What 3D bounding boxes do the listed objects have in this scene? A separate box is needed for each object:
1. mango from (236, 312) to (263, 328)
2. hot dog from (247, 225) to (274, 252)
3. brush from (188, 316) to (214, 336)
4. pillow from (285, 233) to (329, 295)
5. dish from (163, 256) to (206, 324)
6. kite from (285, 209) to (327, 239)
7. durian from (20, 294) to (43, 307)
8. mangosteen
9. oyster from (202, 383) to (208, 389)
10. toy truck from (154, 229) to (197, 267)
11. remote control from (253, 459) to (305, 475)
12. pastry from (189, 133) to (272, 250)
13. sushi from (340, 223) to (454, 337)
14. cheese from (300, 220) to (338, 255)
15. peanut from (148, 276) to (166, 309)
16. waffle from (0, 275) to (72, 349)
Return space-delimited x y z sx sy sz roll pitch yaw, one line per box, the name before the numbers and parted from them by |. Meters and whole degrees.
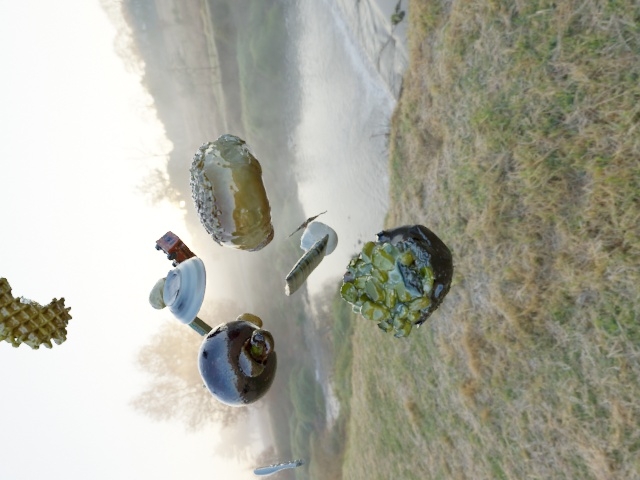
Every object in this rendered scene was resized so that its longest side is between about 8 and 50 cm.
mango | -0.291 0.337 1.718 0.057 0.114 0.078 86 -160 -46
hot dog | -0.374 -0.025 2.444 0.160 0.227 0.099 51 -173 -5
brush | -0.499 0.427 1.897 0.048 0.282 0.054 -47 10 21
pillow | -0.047 0.085 1.421 0.052 0.212 0.208 39 162 12
dish | -0.526 0.181 1.572 0.260 0.085 0.260 -20 63 45
kite | -0.064 -0.069 1.776 0.009 0.232 0.189 55 171 6
durian | -1.132 0.298 1.655 0.224 0.078 0.140 15 149 50
mangosteen | -0.278 0.423 1.488 0.297 0.293 0.297 53 -176 -5
oyster | -0.415 0.666 1.937 0.252 0.200 0.087 60 -156 -71
toy truck | -0.658 0.066 1.951 0.108 0.114 0.252 31 160 25
remote control | -0.122 0.676 1.243 0.184 0.050 0.027 -28 66 31
pastry | -0.311 -0.157 1.442 0.409 0.245 0.409 166 90 -81
sushi | 0.255 0.123 1.387 0.328 0.285 0.328 49 117 17
cheese | 0.000 0.000 2.282 0.154 0.189 0.198 101 -168 -46
peanut | -0.716 0.243 1.910 0.140 0.109 0.159 84 -167 -55
waffle | -1.022 0.263 1.469 0.293 0.069 0.259 32 -156 -44
